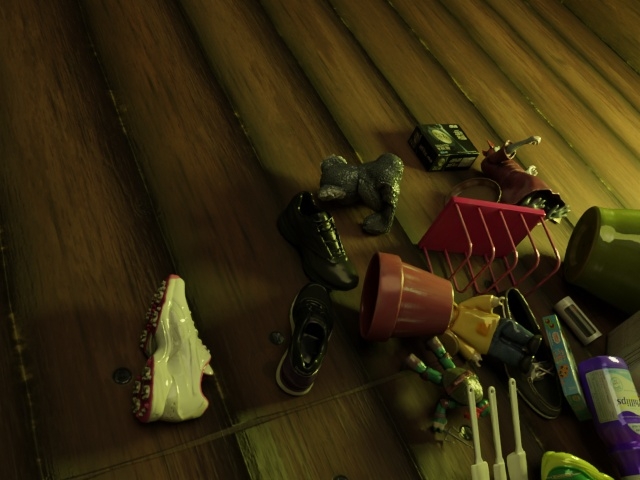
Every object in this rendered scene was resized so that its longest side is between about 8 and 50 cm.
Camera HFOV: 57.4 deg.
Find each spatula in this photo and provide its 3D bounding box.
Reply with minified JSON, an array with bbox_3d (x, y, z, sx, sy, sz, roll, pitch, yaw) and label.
[{"bbox_3d":[0.371,0.417,1.227,0.168,0.019,0.242,-2,83,-28],"label":"spatula"}]

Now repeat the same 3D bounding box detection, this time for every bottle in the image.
[{"bbox_3d":[0.685,0.411,1.340,0.118,0.092,0.283,10,58,-26],"label":"bottle"}]

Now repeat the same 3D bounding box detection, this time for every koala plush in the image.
[{"bbox_3d":[0.100,-0.155,1.590,0.221,0.203,0.196,10,46,0],"label":"koala plush"}]

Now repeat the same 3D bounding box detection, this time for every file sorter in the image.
[{"bbox_3d":[0.451,0.033,1.560,0.291,0.202,0.182,6,50,-19],"label":"file sorter"}]

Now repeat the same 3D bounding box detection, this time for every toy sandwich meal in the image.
[{"bbox_3d":[0.296,0.237,1.396,0.085,0.085,0.029,38,38,10],"label":"toy sandwich meal"}]

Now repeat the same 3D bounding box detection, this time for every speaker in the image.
[{"bbox_3d":[0.708,0.222,1.612,0.055,0.055,0.136,-15,59,-33],"label":"speaker"}]

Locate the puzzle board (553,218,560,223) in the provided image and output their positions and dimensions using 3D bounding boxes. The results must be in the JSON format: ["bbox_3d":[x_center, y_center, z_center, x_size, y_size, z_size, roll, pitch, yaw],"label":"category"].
[{"bbox_3d":[0.753,-0.117,1.960,0.128,0.011,0.096,34,47,8],"label":"puzzle board"}]

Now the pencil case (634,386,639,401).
[{"bbox_3d":[0.771,0.465,1.398,0.104,0.104,0.236,-3,53,-26],"label":"pencil case"}]

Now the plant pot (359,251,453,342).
[{"bbox_3d":[0.197,0.140,1.335,0.180,0.201,0.201,10,47,-5],"label":"plant pot"}]

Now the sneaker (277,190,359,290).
[{"bbox_3d":[0.000,0.000,1.435,0.109,0.130,0.286,-23,64,-39],"label":"sneaker"}]

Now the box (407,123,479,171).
[{"bbox_3d":[0.405,-0.306,1.921,0.180,0.077,0.147,-7,54,-29],"label":"box"}]

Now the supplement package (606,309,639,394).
[{"bbox_3d":[0.874,0.329,1.526,0.194,0.149,0.203,31,46,3],"label":"supplement package"}]

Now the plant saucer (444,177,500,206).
[{"bbox_3d":[0.460,-0.121,1.761,0.168,0.029,0.168,-18,42,17],"label":"plant saucer"}]

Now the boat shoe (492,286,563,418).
[{"bbox_3d":[0.512,0.270,1.452,0.112,0.095,0.335,0,51,-24],"label":"boat shoe"}]

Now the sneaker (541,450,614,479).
[{"bbox_3d":[0.589,0.559,1.248,0.295,0.109,0.123,29,73,-4],"label":"sneaker"}]

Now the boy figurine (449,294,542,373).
[{"bbox_3d":[0.384,0.206,1.412,0.285,0.177,0.092,26,1,19],"label":"boy figurine"}]

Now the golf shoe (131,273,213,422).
[{"bbox_3d":[-0.280,0.212,1.150,0.140,0.115,0.306,16,52,-25],"label":"golf shoe"}]

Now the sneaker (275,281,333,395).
[{"bbox_3d":[-0.011,0.188,1.267,0.107,0.124,0.283,19,46,-9],"label":"sneaker"}]

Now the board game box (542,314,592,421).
[{"bbox_3d":[0.606,0.312,1.434,0.160,0.039,0.211,49,31,-41],"label":"board game box"}]

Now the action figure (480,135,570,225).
[{"bbox_3d":[0.613,-0.183,1.882,0.276,0.248,0.370,-35,48,4],"label":"action figure"}]

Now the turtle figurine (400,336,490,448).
[{"bbox_3d":[0.300,0.329,1.299,0.175,0.118,0.234,-22,57,-37],"label":"turtle figurine"}]

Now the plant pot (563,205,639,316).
[{"bbox_3d":[0.914,0.059,1.673,0.353,0.366,0.366,18,45,6],"label":"plant pot"}]
